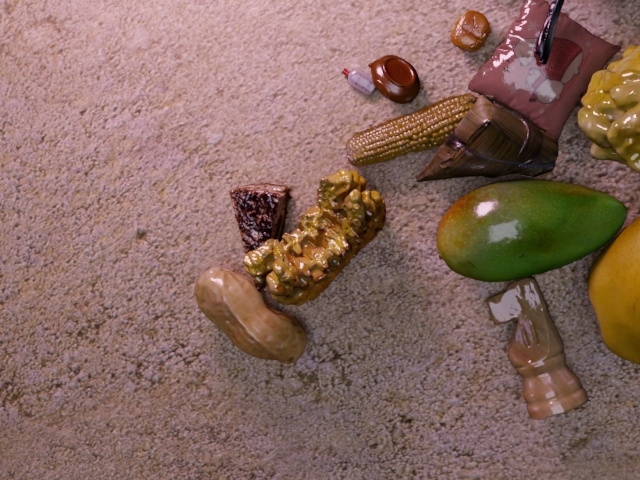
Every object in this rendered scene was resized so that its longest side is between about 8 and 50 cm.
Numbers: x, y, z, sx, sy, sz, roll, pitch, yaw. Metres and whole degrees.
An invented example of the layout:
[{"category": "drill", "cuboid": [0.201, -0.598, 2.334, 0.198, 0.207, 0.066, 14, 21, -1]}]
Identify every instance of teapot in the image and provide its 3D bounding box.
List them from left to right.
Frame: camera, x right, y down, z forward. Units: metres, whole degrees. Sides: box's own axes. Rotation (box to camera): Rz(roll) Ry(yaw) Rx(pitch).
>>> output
[{"category": "teapot", "cuboid": [0.157, -0.348, 1.441, 0.098, 0.078, 0.129, -38, 81, -24]}]

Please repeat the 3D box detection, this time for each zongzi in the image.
[{"category": "zongzi", "cuboid": [0.350, -0.159, 1.384, 0.221, 0.112, 0.242, 22, 133, -19]}]

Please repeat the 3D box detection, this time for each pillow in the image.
[{"category": "pillow", "cuboid": [0.460, -0.355, 1.364, 0.223, 0.084, 0.236, 34, 105, 1]}]

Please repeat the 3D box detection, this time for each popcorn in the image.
[{"category": "popcorn", "cuboid": [0.659, -0.248, 1.245, 0.312, 0.312, 0.312, 2, 102, 11]}]

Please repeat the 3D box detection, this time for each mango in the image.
[{"category": "mango", "cuboid": [0.428, -0.027, 1.369, 0.382, 0.201, 0.225, -10, 132, 13]}]

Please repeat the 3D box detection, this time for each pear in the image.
[{"category": "pear", "cuboid": [0.729, 0.085, 1.260, 0.418, 0.362, 0.362, -24, 96, 41]}]

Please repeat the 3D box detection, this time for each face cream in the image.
[{"category": "face cream", "cuboid": [0.086, -0.357, 1.476, 0.083, 0.021, 0.040, 33, 106, 4]}]

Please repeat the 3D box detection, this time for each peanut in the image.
[{"category": "peanut", "cuboid": [-0.167, 0.182, 1.579, 0.305, 0.147, 0.147, 45, 106, 1]}]

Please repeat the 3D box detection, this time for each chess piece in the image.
[{"category": "chess piece", "cuboid": [0.479, 0.234, 1.474, 0.137, 0.137, 0.301, -20, 84, 15]}]

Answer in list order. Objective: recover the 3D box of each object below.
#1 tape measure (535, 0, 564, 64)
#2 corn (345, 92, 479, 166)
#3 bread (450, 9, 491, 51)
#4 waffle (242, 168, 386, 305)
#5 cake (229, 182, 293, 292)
[{"category": "tape measure", "cuboid": [0.533, -0.503, 1.235, 0.215, 0.098, 0.351, 12, 86, 39]}, {"category": "corn", "cuboid": [0.205, -0.236, 1.441, 0.320, 0.097, 0.097, -17, 97, 17]}, {"category": "bread", "cuboid": [0.317, -0.438, 1.399, 0.083, 0.046, 0.081, -30, 91, 17]}, {"category": "waffle", "cuboid": [0.000, 0.000, 1.438, 0.324, 0.261, 0.151, -43, 71, 4]}, {"category": "cake", "cuboid": [-0.161, -0.017, 1.552, 0.135, 0.112, 0.246, 17, 107, 11]}]
